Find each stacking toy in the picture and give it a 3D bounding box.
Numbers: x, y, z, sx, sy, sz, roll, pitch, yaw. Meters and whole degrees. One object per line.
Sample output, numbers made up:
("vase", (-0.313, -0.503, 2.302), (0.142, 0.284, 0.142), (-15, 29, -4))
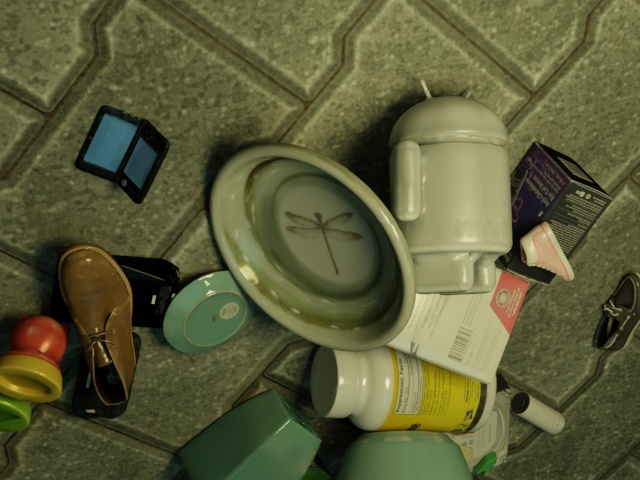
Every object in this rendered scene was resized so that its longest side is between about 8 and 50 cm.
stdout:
("stacking toy", (-0.595, 0.199, 1.635), (0.309, 0.130, 0.279), (19, 142, -15))

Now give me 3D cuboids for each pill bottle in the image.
("pill bottle", (0.160, 0.281, 1.878), (0.334, 0.188, 0.188), (6, 121, -21))

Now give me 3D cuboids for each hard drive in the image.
("hard drive", (0.248, 0.431, 2.087), (0.339, 0.064, 0.236), (-11, 125, -10))

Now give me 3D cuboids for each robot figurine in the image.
("robot figurine", (0.216, -0.087, 1.592), (0.300, 0.200, 0.353), (6, 81, -54))

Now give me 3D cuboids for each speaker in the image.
("speaker", (0.487, 0.387, 2.141), (0.136, 0.055, 0.055), (31, 109, -33))

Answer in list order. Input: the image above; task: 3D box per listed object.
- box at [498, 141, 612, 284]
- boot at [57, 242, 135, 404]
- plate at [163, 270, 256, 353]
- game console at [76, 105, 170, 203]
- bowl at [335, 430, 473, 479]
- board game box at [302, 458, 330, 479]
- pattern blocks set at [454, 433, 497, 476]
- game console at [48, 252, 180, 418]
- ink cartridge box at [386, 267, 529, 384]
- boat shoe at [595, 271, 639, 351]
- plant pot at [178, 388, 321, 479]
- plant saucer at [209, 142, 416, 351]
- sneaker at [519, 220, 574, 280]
("box", (0.407, -0.049, 1.758), (0.108, 0.153, 0.207), (20, 114, -28))
("boot", (-0.365, 0.145, 1.606), (0.112, 0.115, 0.305), (-12, 124, -6))
("plate", (-0.195, 0.137, 1.736), (0.188, 0.024, 0.188), (-19, 132, -22))
("game console", (-0.313, -0.134, 1.515), (0.071, 0.107, 0.122), (-2, 129, -52))
("bowl", (0.164, 0.461, 1.865), (0.312, 0.163, 0.311), (0, 164, 0))
("board game box", (-0.116, 0.548, 2.062), (0.259, 0.039, 0.124), (-39, 125, 6))
("pattern blocks set", (0.230, 0.488, 2.063), (0.325, 0.026, 0.285), (12, 118, -25))
("game console", (-0.387, 0.181, 1.720), (0.213, 0.044, 0.361), (6, 120, -20))
("ink cartridge box", (0.208, 0.114, 1.748), (0.283, 0.117, 0.207), (23, 87, -15))
("boat shoe", (0.633, 0.156, 2.022), (0.065, 0.075, 0.206), (-9, 130, -17))
("plant pot", (-0.128, 0.425, 1.902), (0.234, 0.165, 0.166), (-45, 125, 4))
("plant saucer", (0.000, 0.000, 1.588), (0.100, 0.400, 0.400), (-43, 139, -40))
("sneaker", (0.394, 0.031, 1.684), (0.070, 0.051, 0.134), (-31, 122, 7))
